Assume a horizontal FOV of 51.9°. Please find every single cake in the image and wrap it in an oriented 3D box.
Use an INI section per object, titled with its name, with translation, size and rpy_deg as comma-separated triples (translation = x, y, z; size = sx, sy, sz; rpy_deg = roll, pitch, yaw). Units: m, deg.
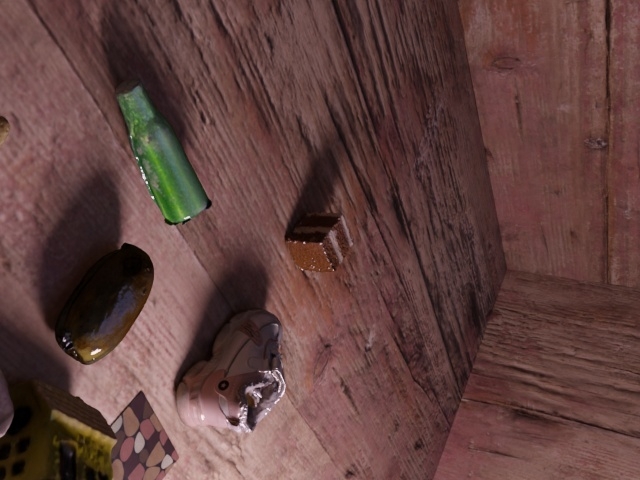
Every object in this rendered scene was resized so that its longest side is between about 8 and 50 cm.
[cake]
translation = 0.000, 0.000, 1.831
size = 0.147, 0.135, 0.135
rpy_deg = -58, 139, -34

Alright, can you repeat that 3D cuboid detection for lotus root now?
[lotus root]
translation = -0.391, 0.116, 1.212
size = 0.123, 0.123, 0.241
rpy_deg = 51, 55, -32

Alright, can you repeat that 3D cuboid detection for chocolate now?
[chocolate]
translation = -0.319, -0.175, 1.297
size = 0.110, 0.110, 0.291
rpy_deg = -53, 136, -39

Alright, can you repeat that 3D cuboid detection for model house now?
[model house]
translation = -0.466, 0.360, 1.117
size = 0.193, 0.174, 0.234
rpy_deg = 52, 12, -48

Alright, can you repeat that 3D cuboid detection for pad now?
[pad]
translation = -0.390, 0.457, 1.414
size = 0.158, 0.003, 0.235
rpy_deg = -51, 138, -41

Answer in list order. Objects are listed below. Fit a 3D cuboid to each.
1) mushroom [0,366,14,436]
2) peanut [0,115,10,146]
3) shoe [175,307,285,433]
[mushroom]
translation = -0.573, 0.217, 0.955
size = 0.162, 0.173, 0.236
rpy_deg = -30, 86, -11
[peanut]
translation = -0.522, -0.150, 1.005
size = 0.113, 0.053, 0.054
rpy_deg = -56, 141, -32
[shoe]
translation = -0.166, 0.321, 1.568
size = 0.351, 0.198, 0.172
rpy_deg = -51, 141, -39
